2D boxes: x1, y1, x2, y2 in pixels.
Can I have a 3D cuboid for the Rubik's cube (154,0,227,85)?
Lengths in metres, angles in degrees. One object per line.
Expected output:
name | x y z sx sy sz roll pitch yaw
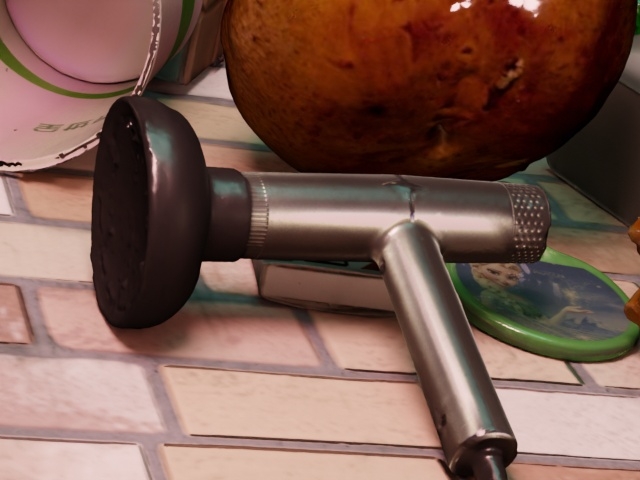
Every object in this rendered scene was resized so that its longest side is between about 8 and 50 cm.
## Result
Rubik's cube | -0.181 -0.298 1.770 0.231 0.225 0.221 16 22 7

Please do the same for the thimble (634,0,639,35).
thimble | 0.302 -0.240 2.066 0.130 0.118 0.090 -14 29 2

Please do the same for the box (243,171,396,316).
box | 0.000 0.000 1.433 0.115 0.036 0.177 9 23 -11

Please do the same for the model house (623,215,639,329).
model house | 0.337 0.028 1.418 0.229 0.219 0.199 25 66 35

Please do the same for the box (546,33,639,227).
box | 0.318 -0.091 1.689 0.135 0.163 0.243 -12 34 -30

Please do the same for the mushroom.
mushroom | 0.094 -0.180 1.530 0.345 0.345 0.259 8 61 -15

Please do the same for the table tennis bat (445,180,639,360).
table tennis bat | 0.165 0.021 1.485 0.160 0.039 0.257 11 25 -12

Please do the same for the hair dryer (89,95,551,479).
hair dryer | 0.019 0.026 1.223 0.320 0.156 0.284 6 27 -13

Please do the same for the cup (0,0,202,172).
cup | -0.215 -0.200 1.536 0.253 0.253 0.274 18 16 9
